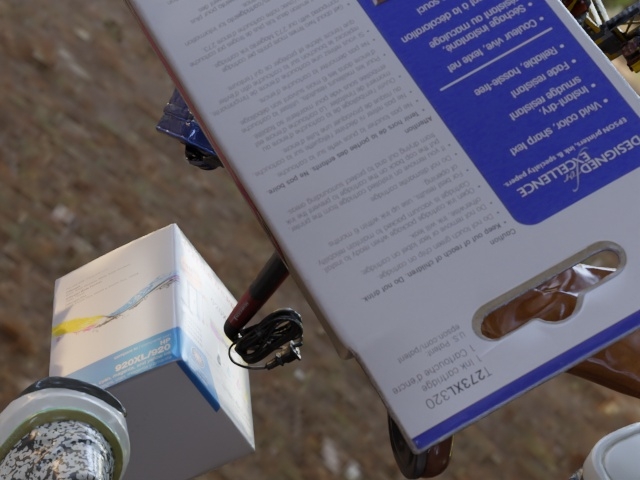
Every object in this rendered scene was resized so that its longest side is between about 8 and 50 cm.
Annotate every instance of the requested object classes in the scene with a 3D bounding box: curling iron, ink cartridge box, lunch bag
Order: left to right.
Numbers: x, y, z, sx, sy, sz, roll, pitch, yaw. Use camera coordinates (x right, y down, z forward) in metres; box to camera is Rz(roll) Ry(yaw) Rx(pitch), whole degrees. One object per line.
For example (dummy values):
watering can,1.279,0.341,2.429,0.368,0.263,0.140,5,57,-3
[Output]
ink cartridge box,-0.188,0.135,1.915,0.171,0.168,0.233,55,16,-36
lunch bag,-0.068,-0.079,1.140,0.067,0.065,0.098,28,-3,-20
curling iron,0.000,0.000,1.381,0.068,0.274,0.035,23,29,-14
ink cartridge box,0.035,-0.072,0.833,0.371,0.176,0.069,58,-7,34

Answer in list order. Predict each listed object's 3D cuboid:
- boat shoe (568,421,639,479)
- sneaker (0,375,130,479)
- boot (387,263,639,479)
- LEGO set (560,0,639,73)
boat shoe,0.241,0.160,1.096,0.254,0.079,0.095,-11,51,-48
sneaker,-0.310,0.329,1.598,0.158,0.410,0.182,24,12,-17
boot,0.207,0.118,1.503,0.280,0.096,0.264,16,49,-7
LEGO set,0.262,-0.339,1.693,0.192,0.255,0.331,29,43,-50
